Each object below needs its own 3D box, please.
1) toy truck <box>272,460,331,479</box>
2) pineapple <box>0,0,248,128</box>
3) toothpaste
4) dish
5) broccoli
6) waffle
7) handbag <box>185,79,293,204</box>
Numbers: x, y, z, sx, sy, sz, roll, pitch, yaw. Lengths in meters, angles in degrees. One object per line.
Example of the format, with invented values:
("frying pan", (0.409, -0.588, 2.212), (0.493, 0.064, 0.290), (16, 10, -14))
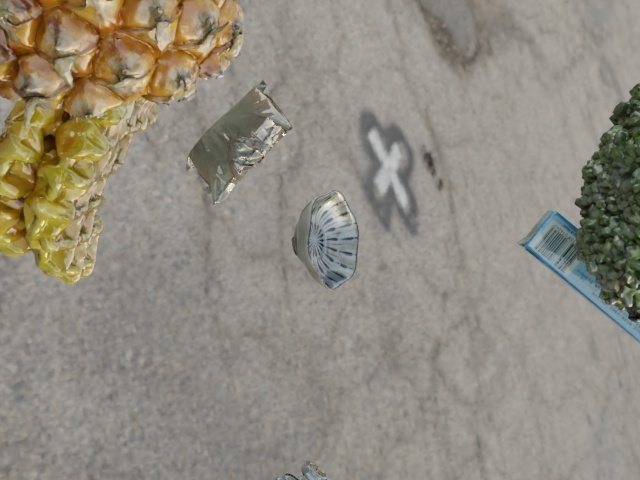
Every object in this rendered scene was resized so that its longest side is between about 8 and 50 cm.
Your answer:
("toy truck", (-0.047, 0.554, 1.876), (0.175, 0.146, 0.367), (42, 9, 13))
("pineapple", (-0.254, -0.270, 0.886), (0.209, 0.344, 0.286), (-73, 166, -49))
("toothpaste", (0.382, 0.067, 1.258), (0.267, 0.065, 0.050), (39, 3, 0))
("dish", (0.000, 0.000, 1.791), (0.191, 0.066, 0.190), (8, 81, -58))
("broccoli", (0.437, -0.072, 1.093), (0.324, 0.272, 0.334), (80, 14, -53))
("waffle", (-0.319, -0.117, 1.232), (0.261, 0.151, 0.324), (95, 13, -79))
("handbag", (-0.177, -0.213, 2.128), (0.117, 0.270, 0.182), (36, 11, -46))
